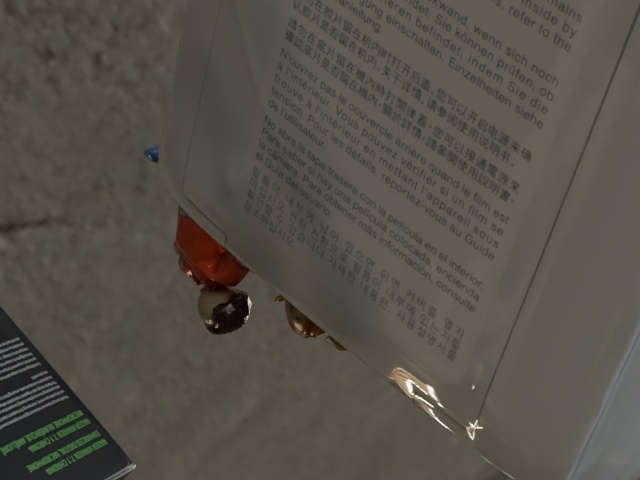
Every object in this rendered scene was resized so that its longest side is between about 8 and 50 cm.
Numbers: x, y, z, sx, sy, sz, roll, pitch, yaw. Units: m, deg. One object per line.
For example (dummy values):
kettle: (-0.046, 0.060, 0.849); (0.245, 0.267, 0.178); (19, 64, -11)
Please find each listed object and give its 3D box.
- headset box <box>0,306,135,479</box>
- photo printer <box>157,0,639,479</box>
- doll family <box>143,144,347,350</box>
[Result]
headset box: (-0.265, 0.106, 0.881); (0.246, 0.283, 0.131); (-44, 172, 22)
photo printer: (0.067, -0.084, 0.698); (0.107, 0.256, 0.307); (-31, 148, -39)
doll family: (0.000, 0.000, 1.220); (0.118, 0.163, 0.263); (-22, -168, -28)
